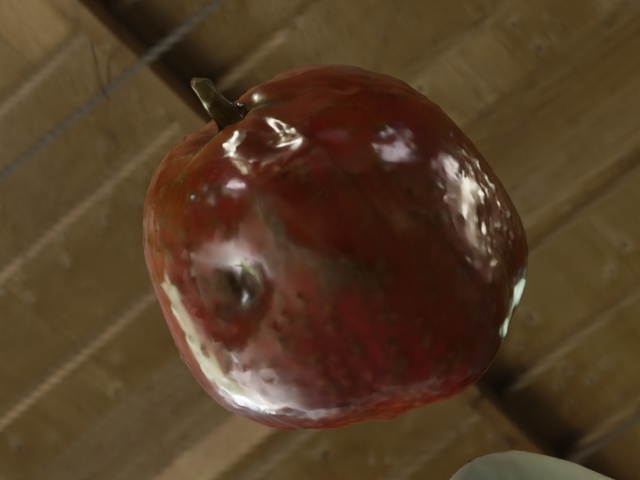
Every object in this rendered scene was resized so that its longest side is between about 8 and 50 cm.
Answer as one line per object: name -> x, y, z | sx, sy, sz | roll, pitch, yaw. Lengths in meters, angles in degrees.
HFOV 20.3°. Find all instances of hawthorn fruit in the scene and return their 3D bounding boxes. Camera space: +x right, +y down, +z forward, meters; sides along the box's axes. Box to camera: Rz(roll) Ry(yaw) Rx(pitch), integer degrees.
hawthorn fruit -> 0.000, 0.000, 1.288 | 0.275, 0.275, 0.299 | -33, -74, 8

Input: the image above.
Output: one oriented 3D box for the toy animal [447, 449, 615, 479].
toy animal -> 0.177, 0.154, 0.475 | 0.196, 0.241, 0.367 | -24, -60, 18
